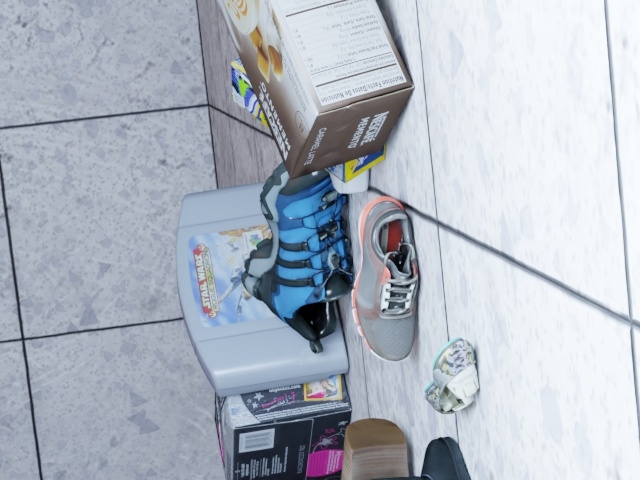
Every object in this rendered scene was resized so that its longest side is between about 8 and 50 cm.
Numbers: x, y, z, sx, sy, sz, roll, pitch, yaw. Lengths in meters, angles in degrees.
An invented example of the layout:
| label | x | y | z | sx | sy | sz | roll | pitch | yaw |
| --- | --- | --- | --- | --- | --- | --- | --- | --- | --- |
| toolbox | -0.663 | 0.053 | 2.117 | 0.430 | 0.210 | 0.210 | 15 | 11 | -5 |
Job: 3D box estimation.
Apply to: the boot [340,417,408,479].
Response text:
| label | x | y | z | sx | sy | sz | roll | pitch | yaw |
| --- | --- | --- | --- | --- | --- | --- | --- | --- | --- |
| boot | 0.059 | 0.332 | 1.610 | 0.283 | 0.109 | 0.220 | -110 | 16 | -68 |

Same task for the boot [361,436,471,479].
| label | x | y | z | sx | sy | sz | roll | pitch | yaw |
| --- | --- | --- | --- | --- | --- | --- | --- | --- | --- |
| boot | 0.077 | 0.213 | 1.406 | 0.121 | 0.099 | 0.045 | -112 | 18 | -62 |

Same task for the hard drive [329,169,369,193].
| label | x | y | z | sx | sy | sz | roll | pitch | yaw |
| --- | --- | --- | --- | --- | --- | --- | --- | --- | --- |
| hard drive | 0.018 | -0.229 | 1.675 | 0.203 | 0.040 | 0.307 | -105 | 11 | -45 |

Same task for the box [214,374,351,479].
| label | x | y | z | sx | sy | sz | roll | pitch | yaw |
| --- | --- | --- | --- | --- | --- | --- | --- | --- | --- |
| box | -0.057 | 0.231 | 2.188 | 0.247 | 0.163 | 0.142 | 95 | 164 | -57 |

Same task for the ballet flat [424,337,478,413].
| label | x | y | z | sx | sy | sz | roll | pitch | yaw |
| --- | --- | --- | --- | --- | --- | --- | --- | --- | --- |
| ballet flat | 0.111 | 0.114 | 1.327 | 0.114 | 0.041 | 0.041 | 99 | 163 | -65 |

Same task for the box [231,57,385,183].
| label | x | y | z | sx | sy | sz | roll | pitch | yaw |
| --- | --- | --- | --- | --- | --- | --- | --- | --- | --- |
| box | -0.013 | -0.129 | 1.617 | 0.169 | 0.059 | 0.054 | 38 | 145 | 29 |

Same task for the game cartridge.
| label | x | y | z | sx | sy | sz | roll | pitch | yaw |
| --- | --- | --- | --- | --- | --- | --- | --- | --- | --- |
| game cartridge | -0.085 | 0.054 | 2.111 | 0.062 | 0.198 | 0.297 | 95 | 165 | -57 |

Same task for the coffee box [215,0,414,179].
| label | x | y | z | sx | sy | sz | roll | pitch | yaw |
| --- | --- | --- | --- | --- | --- | --- | --- | --- | --- |
| coffee box | -0.018 | -0.202 | 1.505 | 0.141 | 0.098 | 0.246 | 117 | 133 | -66 |

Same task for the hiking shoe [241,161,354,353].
| label | x | y | z | sx | sy | sz | roll | pitch | yaw |
| --- | --- | --- | --- | --- | --- | --- | --- | --- | --- |
| hiking shoe | 0.000 | 0.000 | 1.898 | 0.132 | 0.113 | 0.304 | 47 | 151 | 20 |

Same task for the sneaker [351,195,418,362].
| label | x | y | z | sx | sy | sz | roll | pitch | yaw |
| --- | --- | --- | --- | --- | --- | --- | --- | --- | --- |
| sneaker | 0.064 | 0.040 | 1.514 | 0.065 | 0.061 | 0.158 | -153 | 56 | -73 |
